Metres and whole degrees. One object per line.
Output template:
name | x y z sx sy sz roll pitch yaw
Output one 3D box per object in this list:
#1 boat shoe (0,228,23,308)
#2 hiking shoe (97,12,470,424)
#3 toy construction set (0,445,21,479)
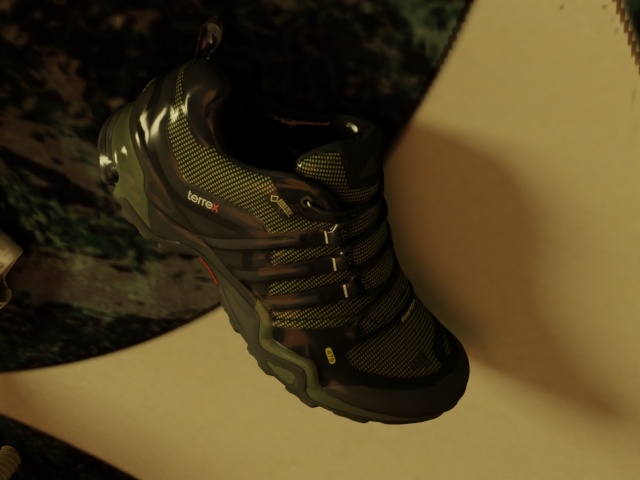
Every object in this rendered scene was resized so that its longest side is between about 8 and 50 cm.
boat shoe | -0.205 0.031 0.728 0.035 0.035 0.100 35 126 -3
hiking shoe | 0.000 0.000 0.579 0.227 0.086 0.114 41 135 -12
toy construction set | -0.362 0.158 0.760 0.257 0.237 0.309 -27 114 37
